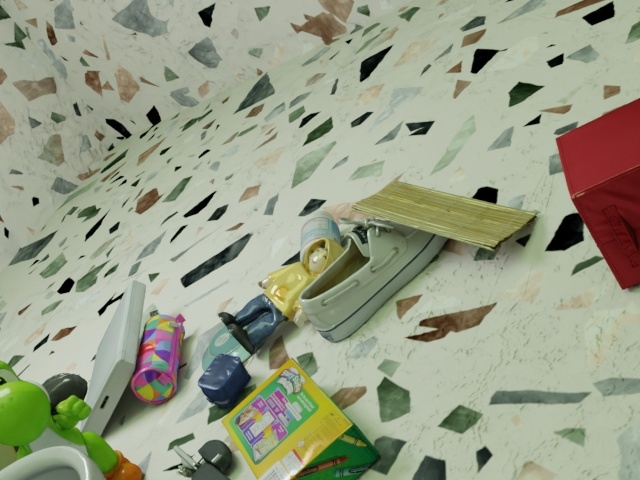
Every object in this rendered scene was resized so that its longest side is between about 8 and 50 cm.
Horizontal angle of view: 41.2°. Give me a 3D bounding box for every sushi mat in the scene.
[{"bbox_3d":[0.219,-0.050,1.542,0.317,0.019,0.151,18,33,39],"label":"sushi mat"}]

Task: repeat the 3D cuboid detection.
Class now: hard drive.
[{"bbox_3d":[-0.475,0.270,1.962,0.233,0.047,0.353,-60,18,19],"label":"hard drive"}]

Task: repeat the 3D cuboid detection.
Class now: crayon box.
[{"bbox_3d":[-0.040,0.313,1.360,0.165,0.081,0.278,-41,24,-7],"label":"crayon box"}]

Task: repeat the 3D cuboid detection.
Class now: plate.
[{"bbox_3d":[-0.183,0.207,1.811,0.188,0.024,0.188,-30,26,17],"label":"plate"}]

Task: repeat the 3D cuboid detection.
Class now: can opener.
[{"bbox_3d":[-0.167,0.391,1.405,0.093,0.074,0.280,-44,25,-15],"label":"can opener"}]

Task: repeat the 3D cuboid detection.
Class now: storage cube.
[{"bbox_3d":[0.473,-0.078,1.219,0.193,0.183,0.215,-26,26,22],"label":"storage cube"}]

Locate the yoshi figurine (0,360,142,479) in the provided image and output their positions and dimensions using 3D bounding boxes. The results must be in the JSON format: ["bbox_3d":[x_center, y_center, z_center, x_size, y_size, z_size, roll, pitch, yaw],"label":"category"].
[{"bbox_3d":[-0.492,0.370,1.540,0.203,0.362,0.203,-21,29,31],"label":"yoshi figurine"}]

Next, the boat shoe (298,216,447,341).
[{"bbox_3d":[0.096,0.011,1.610,0.367,0.156,0.136,-43,25,-10],"label":"boat shoe"}]

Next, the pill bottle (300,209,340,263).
[{"bbox_3d":[0.000,0.000,1.846,0.087,0.087,0.160,-31,25,16],"label":"pill bottle"}]

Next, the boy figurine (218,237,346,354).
[{"bbox_3d":[-0.060,0.108,1.719,0.285,0.092,0.177,-38,39,-2],"label":"boy figurine"}]

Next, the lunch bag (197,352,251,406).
[{"bbox_3d":[-0.185,0.276,1.646,0.067,0.065,0.098,9,48,38],"label":"lunch bag"}]

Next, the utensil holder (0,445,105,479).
[{"bbox_3d":[-0.270,0.490,0.997,0.328,0.385,0.327,-30,25,16],"label":"utensil holder"}]

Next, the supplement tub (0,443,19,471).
[{"bbox_3d":[-0.665,0.423,1.728,0.235,0.325,0.235,-31,25,16],"label":"supplement tub"}]

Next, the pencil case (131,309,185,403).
[{"bbox_3d":[-0.354,0.253,1.879,0.104,0.104,0.236,-32,27,14],"label":"pencil case"}]

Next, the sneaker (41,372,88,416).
[{"bbox_3d":[-0.647,0.430,1.987,0.286,0.109,0.130,-45,30,7],"label":"sneaker"}]
